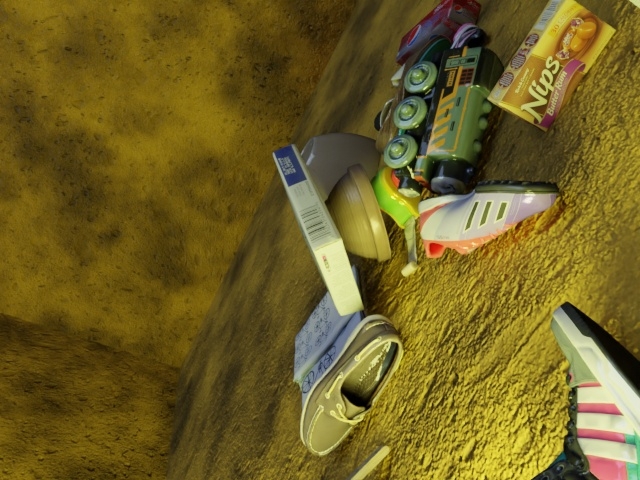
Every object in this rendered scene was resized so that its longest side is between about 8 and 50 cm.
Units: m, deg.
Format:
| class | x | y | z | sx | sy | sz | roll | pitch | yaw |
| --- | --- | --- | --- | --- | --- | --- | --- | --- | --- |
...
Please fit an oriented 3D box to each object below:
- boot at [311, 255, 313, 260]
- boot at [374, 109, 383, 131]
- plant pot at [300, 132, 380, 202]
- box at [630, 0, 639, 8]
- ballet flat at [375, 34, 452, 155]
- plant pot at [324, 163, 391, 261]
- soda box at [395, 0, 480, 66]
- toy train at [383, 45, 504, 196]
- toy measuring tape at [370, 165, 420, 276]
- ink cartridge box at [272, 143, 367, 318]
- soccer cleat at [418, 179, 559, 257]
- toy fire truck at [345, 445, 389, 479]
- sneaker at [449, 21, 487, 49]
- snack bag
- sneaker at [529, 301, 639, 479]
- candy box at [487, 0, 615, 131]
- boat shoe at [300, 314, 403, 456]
| class | x | y | z | sx | sy | sz | roll | pitch | yaw |
| --- | --- | --- | --- | --- | --- | --- | --- | --- | --- |
| boot | 0.001 | -0.013 | 1.567 | 0.197 | 0.073 | 0.152 | 32 | 107 | 42 |
| boot | 0.192 | -0.302 | 1.461 | 0.106 | 0.082 | 0.219 | -66 | 20 | -4 |
| plant pot | 0.033 | -0.225 | 1.643 | 0.284 | 0.191 | 0.284 | -53 | 23 | 35 |
| box | 0.463 | -0.350 | 0.659 | 0.126 | 0.137 | 0.072 | -48 | 27 | 45 |
| ballet flat | 0.222 | -0.363 | 1.330 | 0.124 | 0.116 | 0.342 | 12 | 80 | 49 |
| plant pot | 0.077 | -0.053 | 1.230 | 0.237 | 0.109 | 0.237 | 162 | 90 | -89 |
| soda box | 0.312 | -0.560 | 1.424 | 0.263 | 0.083 | 0.092 | -17 | 53 | 66 |
| toy train | 0.258 | -0.246 | 1.085 | 0.190 | 0.142 | 0.334 | 6 | 74 | 42 |
| toy measuring tape | 0.168 | -0.072 | 1.202 | 0.121 | 0.121 | 0.330 | -48 | 26 | 45 |
| ink cartridge box | 0.000 | 0.000 | 1.196 | 0.330 | 0.071 | 0.324 | 72 | 175 | -48 |
| soccer cleat | 0.277 | -0.034 | 0.898 | 0.318 | 0.108 | 0.116 | 170 | 101 | -67 |
| toy fire truck | 0.064 | 0.461 | 0.849 | 0.217 | 0.158 | 0.246 | 142 | 136 | -57 |
| sneaker | 0.330 | -0.427 | 1.246 | 0.178 | 0.072 | 0.077 | -66 | 28 | 21 |
| snack bag | 0.015 | 0.273 | 1.343 | 0.323 | 0.037 | 0.342 | -56 | 22 | 30 |
| sneaker | 0.278 | 0.215 | 0.548 | 0.178 | 0.124 | 0.295 | -47 | 26 | 24 |
| candy box | 0.380 | -0.290 | 0.870 | 0.187 | 0.109 | 0.053 | -60 | 20 | 19 |
| boat shoe | 0.060 | 0.307 | 1.057 | 0.324 | 0.116 | 0.097 | -59 | 16 | 7 |
